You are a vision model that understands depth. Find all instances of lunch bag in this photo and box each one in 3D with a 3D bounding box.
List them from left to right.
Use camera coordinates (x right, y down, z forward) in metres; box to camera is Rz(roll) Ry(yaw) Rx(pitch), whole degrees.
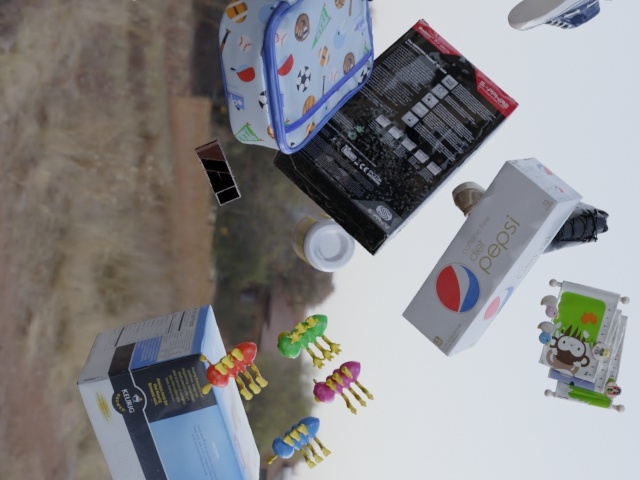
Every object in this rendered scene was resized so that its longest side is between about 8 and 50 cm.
[{"bbox_3d":[-0.021,-0.273,1.528,0.303,0.115,0.243,-47,140,-43],"label":"lunch bag"}]

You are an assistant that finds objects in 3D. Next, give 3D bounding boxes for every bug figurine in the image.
[{"bbox_3d":[-0.046,0.222,1.654,0.279,0.216,0.072,54,0,-33],"label":"bug figurine"}]

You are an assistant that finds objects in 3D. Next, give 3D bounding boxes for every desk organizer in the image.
[{"bbox_3d":[-0.183,-0.121,1.921,0.130,0.047,0.050,73,-6,-61],"label":"desk organizer"}]

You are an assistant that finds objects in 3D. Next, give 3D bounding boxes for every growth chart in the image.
[{"bbox_3d":[0.490,0.195,2.002,0.021,0.172,0.237,-10,104,-74],"label":"growth chart"}]

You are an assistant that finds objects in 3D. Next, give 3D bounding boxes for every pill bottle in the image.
[{"bbox_3d":[0.000,0.000,2.118,0.184,0.103,0.103,-150,-112,-76],"label":"pill bottle"}]

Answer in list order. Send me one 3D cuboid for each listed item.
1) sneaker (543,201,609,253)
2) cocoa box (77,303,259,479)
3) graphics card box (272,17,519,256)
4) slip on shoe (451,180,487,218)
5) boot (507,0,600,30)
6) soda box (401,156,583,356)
[{"bbox_3d":[0.459,-0.032,2.014,0.286,0.130,0.109,-22,116,-55],"label":"sneaker"},{"bbox_3d":[-0.262,0.331,1.939,0.231,0.228,0.347,-96,171,-71],"label":"cocoa box"},{"bbox_3d":[0.129,-0.176,1.767,0.371,0.233,0.094,-45,174,-29],"label":"graphics card box"},{"bbox_3d":[0.219,-0.036,1.363,0.051,0.135,0.041,-36,-127,26],"label":"slip on shoe"},{"bbox_3d":[0.430,-0.410,1.947,0.069,0.190,0.086,57,-9,44],"label":"boot"},{"bbox_3d":[0.179,0.019,1.134,0.069,0.074,0.216,-12,139,-54],"label":"soda box"}]
